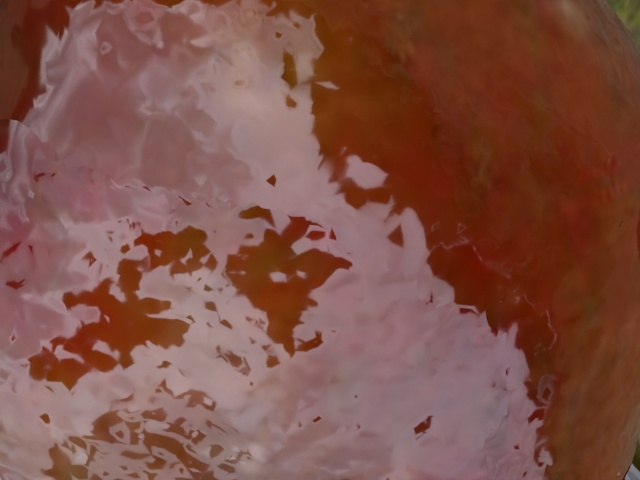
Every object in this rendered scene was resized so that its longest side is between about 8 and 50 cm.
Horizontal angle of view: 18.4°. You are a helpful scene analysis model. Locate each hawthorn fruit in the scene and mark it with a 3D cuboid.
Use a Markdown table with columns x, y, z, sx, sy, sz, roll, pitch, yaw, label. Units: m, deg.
| x | y | z | sx | sy | sz | roll | pitch | yaw | label |
| --- | --- | --- | --- | --- | --- | --- | --- | --- | --- |
| 0.000 | 0.000 | 0.539 | 0.261 | 0.224 | 0.224 | 36 | 126 | -12 | hawthorn fruit |
